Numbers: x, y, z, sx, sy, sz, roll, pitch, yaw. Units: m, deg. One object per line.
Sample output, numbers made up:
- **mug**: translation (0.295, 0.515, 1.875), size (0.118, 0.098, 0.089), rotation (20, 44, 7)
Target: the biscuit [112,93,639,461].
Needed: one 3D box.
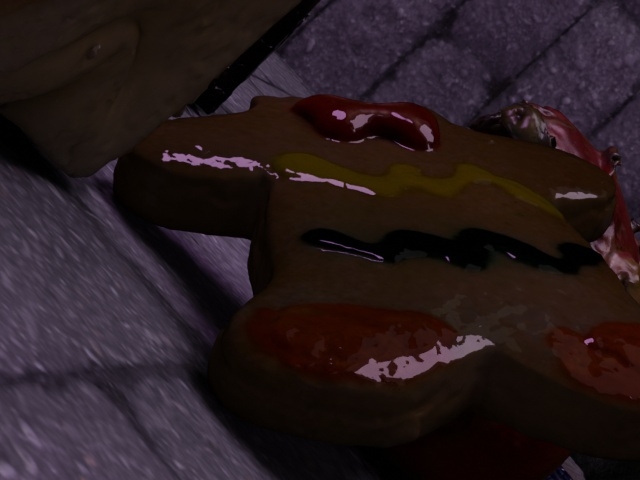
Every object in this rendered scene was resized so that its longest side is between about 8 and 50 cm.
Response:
- **biscuit**: translation (0.056, 0.002, 1.287), size (0.368, 0.076, 0.394), rotation (5, 28, -13)

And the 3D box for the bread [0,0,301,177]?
- **bread**: translation (-0.157, -0.294, 1.182), size (0.371, 0.390, 0.279), rotation (50, 2, 14)

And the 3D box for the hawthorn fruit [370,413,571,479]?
- **hawthorn fruit**: translation (0.109, 0.098, 1.417), size (0.205, 0.205, 0.253), rotation (47, 22, -5)

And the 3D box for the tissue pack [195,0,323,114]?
- **tissue pack**: translation (-0.179, -0.332, 2.024), size (0.370, 0.210, 0.198), rotation (43, 0, -25)

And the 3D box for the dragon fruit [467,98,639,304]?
- **dragon fruit**: translation (0.230, 0.040, 2.004), size (0.263, 0.296, 0.314), rotation (45, 7, 18)

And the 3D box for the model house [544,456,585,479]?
- **model house**: translation (0.158, 0.198, 1.559), size (0.100, 0.088, 0.101), rotation (35, 12, -45)

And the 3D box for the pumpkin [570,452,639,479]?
- **pumpkin**: translation (0.368, 0.217, 1.813), size (0.328, 0.257, 0.292), rotation (55, 43, -42)
